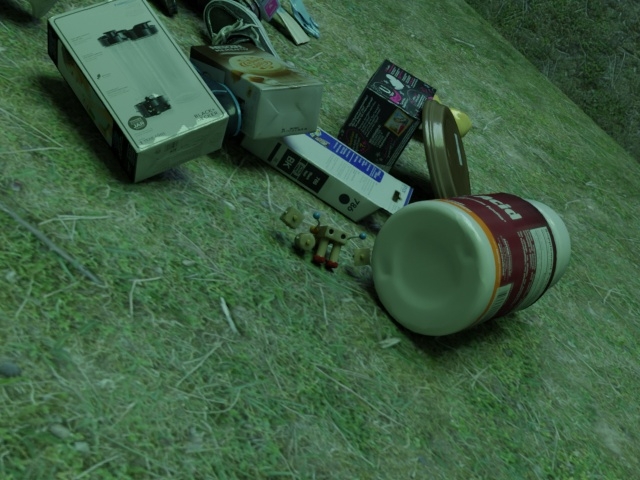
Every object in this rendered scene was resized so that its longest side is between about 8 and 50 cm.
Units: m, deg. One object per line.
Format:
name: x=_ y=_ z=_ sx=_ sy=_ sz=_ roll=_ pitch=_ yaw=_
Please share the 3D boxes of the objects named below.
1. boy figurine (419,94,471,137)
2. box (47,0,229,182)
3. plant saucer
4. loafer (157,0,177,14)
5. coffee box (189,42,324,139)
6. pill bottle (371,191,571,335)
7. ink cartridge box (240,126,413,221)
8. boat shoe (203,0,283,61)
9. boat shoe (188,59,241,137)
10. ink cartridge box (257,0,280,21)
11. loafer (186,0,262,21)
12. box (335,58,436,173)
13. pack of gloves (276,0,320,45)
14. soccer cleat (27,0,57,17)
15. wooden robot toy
boy figurine: x=0.248 y=-0.320 z=2.337 sx=0.285 sy=0.092 sz=0.177 roll=17 pitch=32 yaw=-33
box: x=-0.294 y=-0.250 z=1.505 sx=0.169 sy=0.087 sz=0.290 roll=-27 pitch=71 yaw=-27
plant saucer: x=0.269 y=-0.166 z=1.986 sx=0.278 sy=0.041 sz=0.277 roll=-12 pitch=90 yaw=-71
loafer: x=-0.367 y=-0.553 z=2.068 sx=0.061 sy=0.062 sz=0.170 roll=-26 pitch=66 yaw=-16
coffee box: x=-0.126 y=-0.279 z=1.735 sx=0.141 sy=0.098 sz=0.246 roll=-12 pitch=33 yaw=-37
pill bottle: x=0.283 y=0.029 z=1.673 sx=0.224 sy=0.224 sz=0.392 roll=47 pitch=29 yaw=22
ink cartridge box: x=0.017 y=-0.140 z=1.819 sx=0.333 sy=0.065 sz=0.165 roll=33 pitch=27 yaw=-2
boat shoe: x=-0.172 y=-0.408 z=1.980 sx=0.105 sy=0.113 sz=0.306 roll=17 pitch=39 yaw=-59
boat shoe: x=-0.238 y=-0.251 z=1.695 sx=0.089 sy=0.109 sz=0.258 roll=-7 pitch=31 yaw=-38
ink cartridge box: x=-0.211 y=-0.631 z=2.162 sx=0.186 sy=0.065 sz=0.311 roll=33 pitch=-4 yaw=17
loafer: x=-0.274 y=-0.562 z=2.148 sx=0.303 sy=0.109 sz=0.095 roll=35 pitch=46 yaw=13
box: x=0.138 y=-0.267 z=2.049 sx=0.142 sy=0.163 sz=0.247 roll=32 pitch=28 yaw=-1
pack of gloves: x=-0.098 y=-0.601 z=2.432 sx=0.232 sy=0.046 sz=0.195 roll=56 pitch=27 yaw=-3
soccer cleat: x=-0.597 y=-0.506 z=1.634 sx=0.331 sy=0.143 sz=0.116 roll=33 pitch=45 yaw=-5
wooden robot toy: x=0.000 y=0.000 z=1.602 sx=0.173 sy=0.076 sz=0.079 roll=24 pitch=-6 yaw=-21
